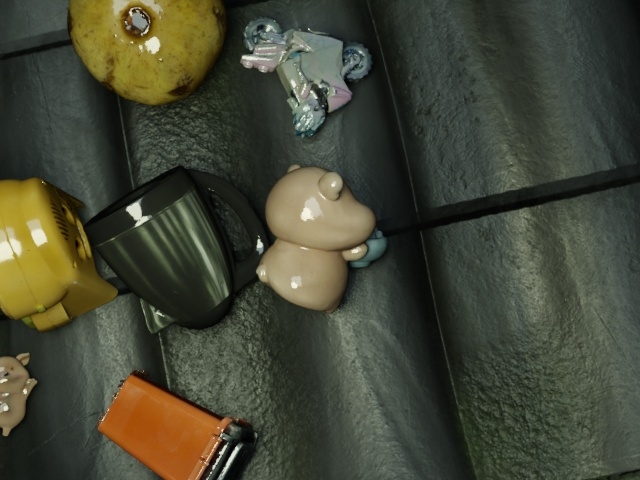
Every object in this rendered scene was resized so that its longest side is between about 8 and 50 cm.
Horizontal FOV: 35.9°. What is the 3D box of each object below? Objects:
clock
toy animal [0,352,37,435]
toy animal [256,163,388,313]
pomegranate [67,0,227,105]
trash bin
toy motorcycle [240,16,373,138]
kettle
[{"bbox_3d":[-0.488,0.014,1.673,0.200,0.317,0.244,-25,78,-8],"label":"clock"},{"bbox_3d":[-0.561,0.271,1.753,0.089,0.083,0.150,-13,70,47],"label":"toy animal"},{"bbox_3d":[-0.019,0.000,1.705,0.221,0.210,0.229,-44,116,-9],"label":"toy animal"},{"bbox_3d":[-0.309,-0.382,1.762,0.281,0.281,0.281,-1,80,4],"label":"pomegranate"},{"bbox_3d":[-0.247,0.332,1.670,0.239,0.184,0.161,28,82,14],"label":"trash bin"},{"bbox_3d":[-0.036,-0.289,1.799,0.239,0.108,0.204,11,81,6],"label":"toy motorcycle"},{"bbox_3d":[-0.246,0.025,1.732,0.207,0.251,0.271,-22,104,34],"label":"kettle"}]
